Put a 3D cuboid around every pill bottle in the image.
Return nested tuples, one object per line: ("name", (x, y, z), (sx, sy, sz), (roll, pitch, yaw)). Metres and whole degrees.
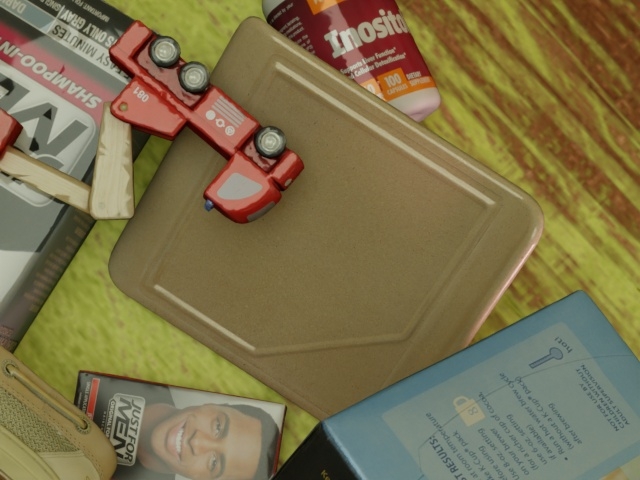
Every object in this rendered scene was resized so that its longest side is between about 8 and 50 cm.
("pill bottle", (0.013, -0.141, 1.279), (0.086, 0.086, 0.152), (-26, 84, -2))

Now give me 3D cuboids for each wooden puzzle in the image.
("wooden puzzle", (0.000, 0.000, 1.250), (0.239, 0.044, 0.221), (35, 116, 6))

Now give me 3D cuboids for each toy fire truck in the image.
("toy fire truck", (-0.121, -0.060, 1.183), (0.192, 0.047, 0.135), (41, 86, -1))

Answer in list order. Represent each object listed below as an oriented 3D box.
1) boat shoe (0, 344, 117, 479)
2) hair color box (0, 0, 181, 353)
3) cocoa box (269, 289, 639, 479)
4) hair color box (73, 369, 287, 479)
("boat shoe", (-0.256, 0.065, 1.151), (0.302, 0.109, 0.098), (40, 46, 2))
("hair color box", (-0.267, -0.012, 1.257), (0.185, 0.113, 0.374), (32, 86, 4))
("cocoa box", (0.131, 0.250, 1.095), (0.231, 0.228, 0.347), (-23, 69, -38))
("hair color box", (-0.097, 0.133, 1.273), (0.141, 0.043, 0.072), (8, 83, 1))
